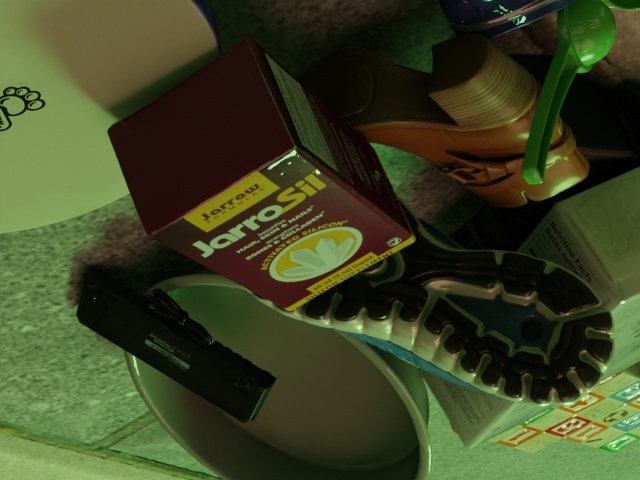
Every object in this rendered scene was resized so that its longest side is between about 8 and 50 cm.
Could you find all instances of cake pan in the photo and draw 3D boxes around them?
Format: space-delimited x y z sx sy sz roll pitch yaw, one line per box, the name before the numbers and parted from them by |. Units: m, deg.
cake pan | -0.032 0.127 1.170 0.293 0.054 0.293 18 137 18

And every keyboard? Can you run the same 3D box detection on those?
keyboard | -0.120 0.081 1.126 0.180 0.023 0.108 30 145 3

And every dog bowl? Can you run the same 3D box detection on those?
dog bowl | -0.194 -0.116 0.786 0.265 0.104 0.265 -13 150 -8

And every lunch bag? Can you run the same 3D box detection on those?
lunch bag | 0.122 -0.178 0.887 0.098 0.067 0.065 -21 150 4

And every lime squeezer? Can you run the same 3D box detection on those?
lime squeezer | 0.210 -0.150 0.909 0.310 0.110 0.059 -42 143 -16

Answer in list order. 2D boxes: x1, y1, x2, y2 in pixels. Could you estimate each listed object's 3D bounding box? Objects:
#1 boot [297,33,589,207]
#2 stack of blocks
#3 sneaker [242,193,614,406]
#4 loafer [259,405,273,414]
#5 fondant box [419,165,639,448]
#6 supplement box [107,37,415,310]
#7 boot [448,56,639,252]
boot | 0.079 -0.071 0.958 0.197 0.073 0.152 -2 151 40
stack of blocks | 0.281 0.162 1.515 0.171 0.087 0.297 -34 146 27
sneaker | 0.055 0.038 1.020 0.129 0.330 0.147 -59 167 -11
loafer | -0.023 0.120 1.284 0.094 0.087 0.251 -3 147 -24
fondant box | 0.251 0.043 1.168 0.238 0.096 0.330 -22 162 -26
supplement box | -0.031 -0.033 0.833 0.104 0.080 0.188 -30 154 14
boot | 0.173 -0.037 1.125 0.263 0.091 0.229 5 142 -38
